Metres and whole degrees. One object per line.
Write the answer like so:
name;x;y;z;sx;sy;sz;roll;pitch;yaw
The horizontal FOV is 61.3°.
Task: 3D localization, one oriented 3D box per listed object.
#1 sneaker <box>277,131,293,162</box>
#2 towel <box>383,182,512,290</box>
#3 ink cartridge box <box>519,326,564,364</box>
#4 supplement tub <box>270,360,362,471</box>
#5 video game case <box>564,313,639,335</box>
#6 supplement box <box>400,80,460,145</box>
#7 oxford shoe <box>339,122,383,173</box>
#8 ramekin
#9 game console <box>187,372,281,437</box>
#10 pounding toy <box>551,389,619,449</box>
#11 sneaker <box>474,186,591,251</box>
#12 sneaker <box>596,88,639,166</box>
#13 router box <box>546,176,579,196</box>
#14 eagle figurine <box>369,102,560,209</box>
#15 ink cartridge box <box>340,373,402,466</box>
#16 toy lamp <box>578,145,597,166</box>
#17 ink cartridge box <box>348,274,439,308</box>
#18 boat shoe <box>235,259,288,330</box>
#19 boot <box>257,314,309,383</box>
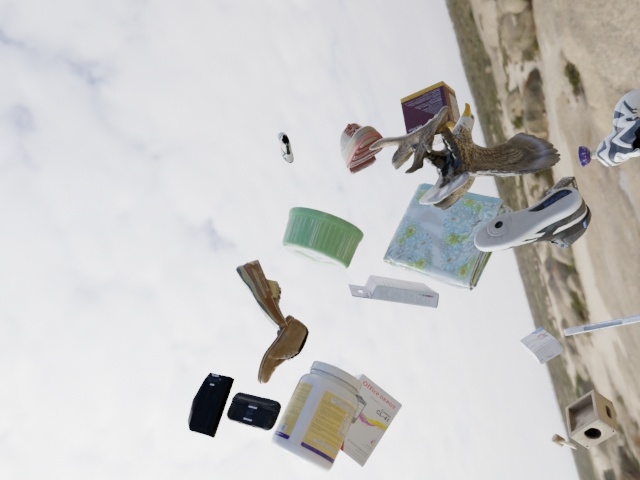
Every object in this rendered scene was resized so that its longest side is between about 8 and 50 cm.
sneaker;-0.116;-0.312;1.827;0.044;0.040;0.109;33;144;68
towel;0.421;-0.022;1.832;0.090;0.374;0.320;40;-105;-44
ink cartridge box;0.720;0.342;1.763;0.052;0.088;0.122;55;-176;-9
supplement tub;-0.007;0.631;1.952;0.241;0.241;0.331;52;-123;-44
video game case;0.980;0.267;1.764;0.204;0.285;0.025;-1;-107;-31
supplement box;0.446;-0.496;2.166;0.129;0.191;0.194;10;-112;-53
oxford shoe;0.101;-0.286;1.584;0.130;0.123;0.348;63;175;3
ramekin;0.000;0.000;2.059;0.303;0.303;0.148;39;-112;-56
game console;-0.304;0.592;1.882;0.044;0.361;0.213;48;-127;-50
pounding toy;0.871;0.632;1.781;0.094;0.206;0.181;33;-145;-4
sneaker;0.428;-0.010;1.072;0.121;0.217;0.079;38;-142;-35
sneaker;0.848;-0.309;1.429;0.094;0.235;0.153;38;171;-15
router box;0.640;-0.092;1.407;0.092;0.038;0.122;-36;-68;-33
eagle figurine;0.288;-0.154;1.041;0.298;0.225;0.226;22;-165;-34
ink cartridge box;0.160;0.745;2.255;0.226;0.306;0.131;39;161;0
toy lamp;0.971;-0.287;1.705;0.080;0.275;0.080;10;-103;-50
ink cartridge box;0.286;0.197;2.197;0.324;0.330;0.071;-91;11;-87
boat shoe;-0.216;0.204;2.168;0.324;0.120;0.122;53;167;21
boot;-0.154;0.463;2.204;0.305;0.115;0.112;-62;-17;-2
